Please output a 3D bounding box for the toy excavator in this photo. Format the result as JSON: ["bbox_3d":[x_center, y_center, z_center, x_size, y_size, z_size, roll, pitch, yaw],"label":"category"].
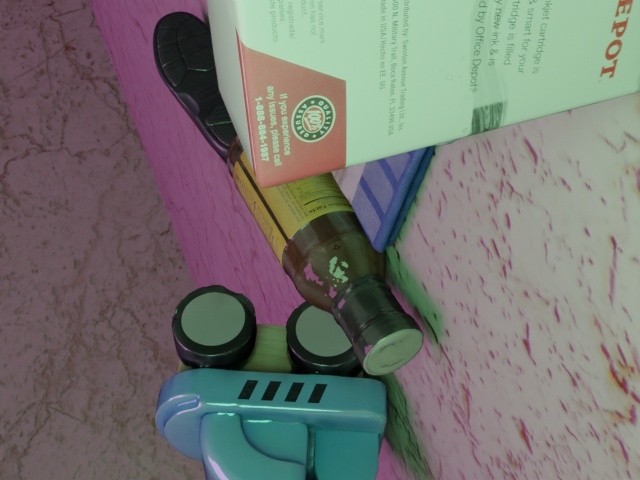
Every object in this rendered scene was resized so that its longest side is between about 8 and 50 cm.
[{"bbox_3d":[0.002,0.308,0.973,0.222,0.433,0.445,94,180,-53],"label":"toy excavator"}]

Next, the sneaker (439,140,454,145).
[{"bbox_3d":[-0.017,-0.223,0.631,0.135,0.150,0.366,104,145,-60],"label":"sneaker"}]

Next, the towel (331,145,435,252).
[{"bbox_3d":[0.022,-0.150,0.800,0.285,0.034,0.209,61,159,24],"label":"towel"}]

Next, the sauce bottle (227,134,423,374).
[{"bbox_3d":[0.000,0.000,0.895,0.111,0.111,0.344,90,156,-48],"label":"sauce bottle"}]

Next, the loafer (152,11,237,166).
[{"bbox_3d":[-0.178,-0.223,1.246,0.302,0.109,0.095,60,165,25],"label":"loafer"}]

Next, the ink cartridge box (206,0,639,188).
[{"bbox_3d":[0.057,-0.133,0.373,0.158,0.218,0.092,88,164,-45],"label":"ink cartridge box"}]
